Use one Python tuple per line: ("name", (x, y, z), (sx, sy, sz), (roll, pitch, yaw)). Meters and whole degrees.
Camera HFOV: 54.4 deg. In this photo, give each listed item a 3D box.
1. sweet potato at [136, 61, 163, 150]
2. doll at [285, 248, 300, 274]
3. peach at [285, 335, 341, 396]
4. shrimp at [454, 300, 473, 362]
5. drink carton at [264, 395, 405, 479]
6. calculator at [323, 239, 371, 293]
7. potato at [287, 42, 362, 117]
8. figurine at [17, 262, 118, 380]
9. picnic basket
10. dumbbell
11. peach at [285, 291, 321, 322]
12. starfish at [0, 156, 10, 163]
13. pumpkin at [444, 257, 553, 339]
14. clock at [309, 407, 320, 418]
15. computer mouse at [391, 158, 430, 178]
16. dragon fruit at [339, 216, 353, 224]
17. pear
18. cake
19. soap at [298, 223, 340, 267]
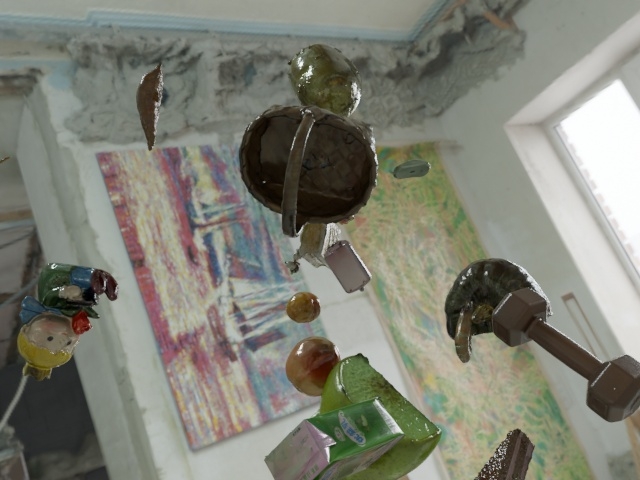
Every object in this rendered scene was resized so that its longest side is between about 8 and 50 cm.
("sweet potato", (-0.423, -0.328, 1.528), (0.068, 0.226, 0.068), (3, -9, 1))
("doll", (-0.086, 0.072, 2.147), (0.085, 0.058, 0.040), (-50, 27, -22))
("peach", (-0.017, 0.387, 1.897), (0.184, 0.184, 0.184), (-21, -16, -6))
("shrimp", (0.408, 0.253, 1.730), (0.041, 0.180, 0.099), (-9, -30, 37))
("drink carton", (0.032, 0.431, 1.306), (0.271, 0.108, 0.161), (2, -46, -49))
("calculator", (0.083, 0.082, 1.904), (0.100, 0.175, 0.032), (-35, -5, 25))
("potato", (0.015, -0.529, 2.095), (0.219, 0.269, 0.359), (-53, 17, 21))
("figurine", (-0.513, 0.168, 1.254), (0.185, 0.234, 0.127), (6, -20, 14))
("picnic basket", (-0.037, -0.157, 1.440), (0.337, 0.337, 0.293), (-12, -57, -34))
("dumbbell", (0.354, 0.159, 0.895), (0.082, 0.231, 0.092), (-35, -45, -15))
("peach", (-0.064, 0.265, 2.473), (0.138, 0.138, 0.138), (-21, -16, -6))
("starfish", (-0.802, -0.183, 1.526), (0.086, 0.016, 0.092), (-34, 18, -29))
("pumpkin", (0.510, 0.172, 1.897), (0.324, 0.232, 0.242), (-23, -9, 31))
("clock", (0.052, 0.763, 2.388), (0.324, 0.265, 0.109), (-40, -23, -9))
("computer mouse", (0.239, -0.194, 1.672), (0.110, 0.032, 0.056), (-9, -37, -14))
("dragon fruit", (0.097, -0.117, 2.402), (0.081, 0.086, 0.116), (-40, -17, -50))
("pear", (0.107, 0.536, 1.700), (0.238, 0.342, 0.318), (-10, -49, -47))
("cake", (0.508, 0.676, 1.766), (0.295, 0.116, 0.112), (-57, 28, -14))
("soap", (0.000, 0.000, 2.131), (0.089, 0.174, 0.274), (7, -9, 12))
